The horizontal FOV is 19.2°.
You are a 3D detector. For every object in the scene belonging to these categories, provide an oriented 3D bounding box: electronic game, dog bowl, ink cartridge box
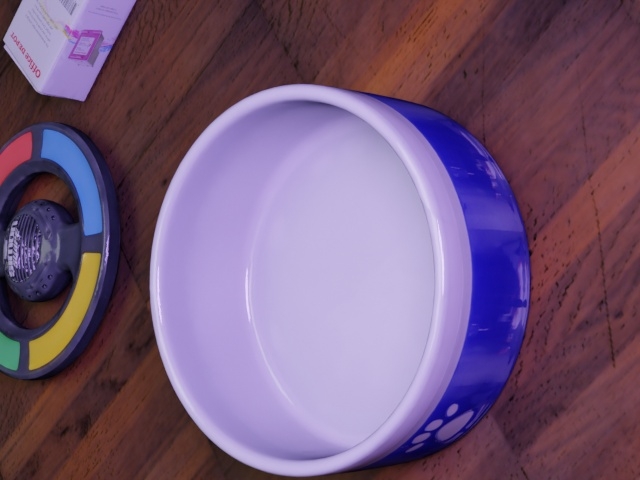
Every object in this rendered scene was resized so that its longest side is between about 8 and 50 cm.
[{"bbox_3d":[-0.249,0.009,1.671,0.229,0.048,0.229,-9,77,47],"label":"electronic game"},{"bbox_3d":[0.010,0.028,1.307,0.265,0.104,0.265,-2,88,40],"label":"dog bowl"},{"bbox_3d":[-0.220,-0.197,1.668,0.122,0.052,0.088,-58,46,23],"label":"ink cartridge box"}]
